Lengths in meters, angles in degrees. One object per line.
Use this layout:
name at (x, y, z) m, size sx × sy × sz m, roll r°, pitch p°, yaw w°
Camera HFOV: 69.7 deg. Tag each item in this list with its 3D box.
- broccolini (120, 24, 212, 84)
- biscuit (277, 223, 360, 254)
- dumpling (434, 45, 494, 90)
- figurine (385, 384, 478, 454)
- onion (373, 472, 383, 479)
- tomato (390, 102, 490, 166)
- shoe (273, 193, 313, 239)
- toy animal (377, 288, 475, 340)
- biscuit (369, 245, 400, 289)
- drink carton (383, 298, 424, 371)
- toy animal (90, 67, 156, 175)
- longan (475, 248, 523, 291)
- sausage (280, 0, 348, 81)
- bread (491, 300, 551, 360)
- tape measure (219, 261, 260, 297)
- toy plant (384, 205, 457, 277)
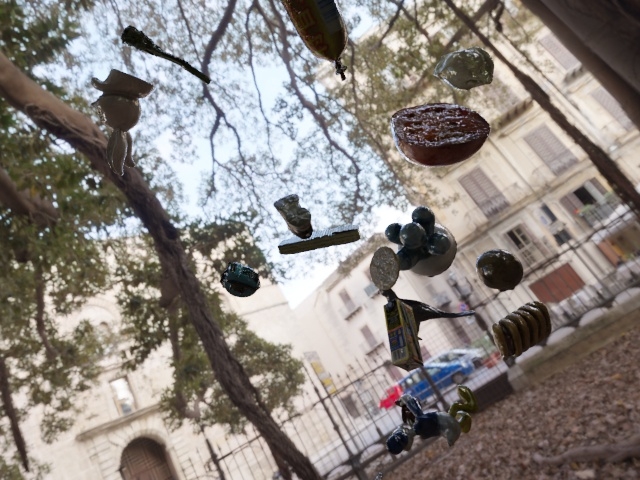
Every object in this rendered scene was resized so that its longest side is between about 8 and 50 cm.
broccolini at (-0.373, -0.450, 1.126) m, size 0.051 × 0.238 × 0.054 m, roll -64°, pitch 6°, yaw -3°
biscuit at (0.000, 0.000, 1.416) m, size 0.252 × 0.052 × 0.150 m, roll -10°, pitch 7°, yaw 5°
dumpling at (0.468, -0.558, 1.470) m, size 0.155 × 0.181 × 0.111 m, roll -63°, pitch -6°, yaw -7°
figurine at (0.353, 0.647, 1.653) m, size 0.338 × 0.205 × 0.283 m, roll -18°, pitch 18°, yaw -31°
onion at (0.121, 0.860, 1.303) m, size 0.349 × 0.159 × 0.267 m, roll -48°, pitch 1°, yaw -8°
tomato at (0.398, -0.347, 1.574) m, size 0.338 × 0.338 × 0.144 m, roll -23°, pitch -45°, yaw -23°
shoe at (-0.063, -0.052, 1.194) m, size 0.071 × 0.169 × 0.100 m, roll -28°, pitch -51°, yaw -10°
toy animal at (0.339, 0.277, 1.642) m, size 0.081 × 0.366 × 0.206 m, roll -20°, pitch -52°, yaw -68°
biscuit at (0.211, 0.091, 1.517) m, size 0.020 × 0.152 × 0.152 m, roll 4°, pitch -38°, yaw -32°
drink carton at (0.207, 0.234, 1.148) m, size 0.056 × 0.166 × 0.071 m, roll -30°, pitch -45°, yaw 30°
toy animal at (-0.465, -0.270, 1.041) m, size 0.130 × 0.104 × 0.221 m, roll 17°, pitch -78°, yaw -22°
longan at (0.430, 0.076, 1.101) m, size 0.106 × 0.119 × 0.106 m, roll -24°, pitch 22°, yaw 11°
sausage at (-0.015, -0.520, 1.066) m, size 0.117 × 0.318 × 0.125 m, roll -33°, pitch 23°, yaw -10°
bread at (0.617, 0.279, 1.407) m, size 0.225 × 0.134 × 0.081 m, roll -23°, pitch 17°, yaw -27°
tape measure at (-0.289, 0.147, 1.663) m, size 0.146 × 0.081 × 0.125 m, roll 21°, pitch -48°, yaw -15°
toy plant at (0.359, 0.006, 1.679) m, size 0.247 × 0.247 × 0.332 m, roll -37°, pitch -23°, yaw 15°
